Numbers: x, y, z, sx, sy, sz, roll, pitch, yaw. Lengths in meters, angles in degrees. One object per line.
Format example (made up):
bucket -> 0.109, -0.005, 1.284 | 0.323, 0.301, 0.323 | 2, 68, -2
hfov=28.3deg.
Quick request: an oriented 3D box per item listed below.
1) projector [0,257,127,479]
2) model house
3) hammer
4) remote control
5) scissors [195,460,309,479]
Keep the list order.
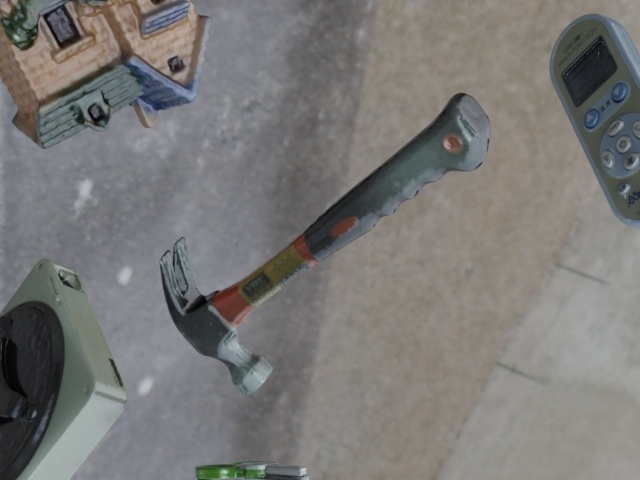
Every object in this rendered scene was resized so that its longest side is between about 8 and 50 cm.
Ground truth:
projector -> -0.344, 0.185, 1.442 | 0.079, 0.257, 0.259 | 26, 109, -37
model house -> -0.200, -0.172, 1.167 | 0.183, 0.166, 0.172 | -29, 107, -23
hammer -> 0.000, 0.000, 0.771 | 0.288, 0.111, 0.033 | -36, -169, 41
remote control -> 0.278, -0.111, 1.168 | 0.047, 0.244, 0.087 | 12, 136, -32
scissors -> -0.076, 0.291, 1.590 | 0.101, 0.204, 0.027 | -2, 84, -32
